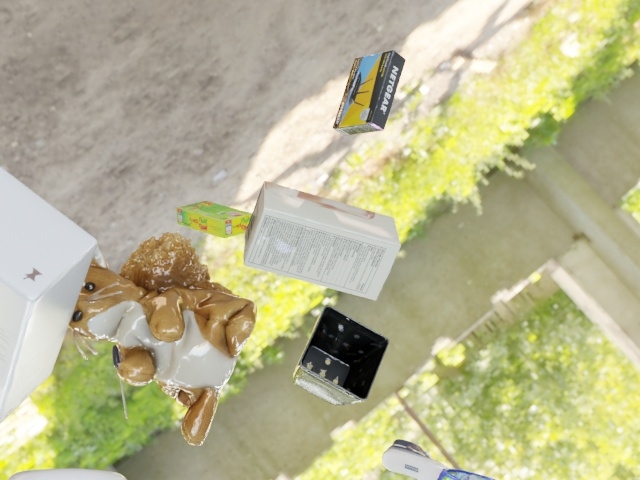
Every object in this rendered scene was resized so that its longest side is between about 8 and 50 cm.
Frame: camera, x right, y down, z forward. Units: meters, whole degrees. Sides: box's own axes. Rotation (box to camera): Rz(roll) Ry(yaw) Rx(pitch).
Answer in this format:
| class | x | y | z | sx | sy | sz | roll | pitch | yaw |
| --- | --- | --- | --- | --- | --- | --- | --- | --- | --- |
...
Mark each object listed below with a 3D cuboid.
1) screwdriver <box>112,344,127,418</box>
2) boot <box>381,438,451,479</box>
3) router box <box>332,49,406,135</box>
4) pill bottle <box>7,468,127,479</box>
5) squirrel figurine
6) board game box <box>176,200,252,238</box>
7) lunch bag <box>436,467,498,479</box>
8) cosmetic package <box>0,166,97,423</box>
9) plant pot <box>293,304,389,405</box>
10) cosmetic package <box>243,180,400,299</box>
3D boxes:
| class | x | y | z | sx | sy | sz | roll | pitch | yaw |
| --- | --- | --- | --- | --- | --- | --- | --- | --- | --- |
| screwdriver | -0.416 | 0.292 | 2.024 | 0.024 | 0.170 | 0.025 | -27 | 142 | 18 |
| boot | 0.241 | 0.512 | 2.245 | 0.086 | 0.190 | 0.069 | -34 | 141 | -61 |
| router box | 0.107 | -0.325 | 2.155 | 0.133 | 0.046 | 0.179 | 0 | -112 | 51 |
| pill bottle | -0.370 | 0.495 | 1.390 | 0.181 | 0.323 | 0.181 | -1 | 162 | 0 |
| squirrel figurine | -0.337 | 0.148 | 1.943 | 0.397 | 0.370 | 0.281 | -86 | -160 | -68 |
| board game box | -0.249 | -0.051 | 2.297 | 0.092 | 0.181 | 0.043 | -16 | 113 | -41 |
| lunch bag | 0.256 | 0.477 | 1.705 | 0.096 | 0.151 | 0.129 | -112 | -136 | -77 |
| cosmetic package | -0.552 | 0.105 | 1.639 | 0.161 | 0.230 | 0.453 | -50 | 176 | -42 |
| plant pot | 0.033 | 0.306 | 2.435 | 0.188 | 0.187 | 0.167 | -64 | -173 | -34 |
| cosmetic package | 0.000 | 0.000 | 2.033 | 0.129 | 0.296 | 0.153 | -94 | -156 | -59 |
